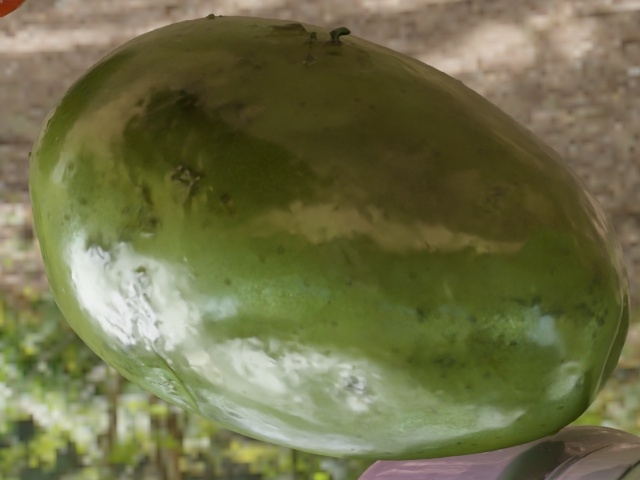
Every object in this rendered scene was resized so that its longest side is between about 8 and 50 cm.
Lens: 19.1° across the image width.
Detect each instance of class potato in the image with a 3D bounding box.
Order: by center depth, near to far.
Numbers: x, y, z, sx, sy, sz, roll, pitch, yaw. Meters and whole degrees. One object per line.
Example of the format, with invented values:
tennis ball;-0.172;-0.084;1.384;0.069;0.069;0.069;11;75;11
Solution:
potato;0.000;0.002;0.924;0.304;0.216;0.216;25;179;15

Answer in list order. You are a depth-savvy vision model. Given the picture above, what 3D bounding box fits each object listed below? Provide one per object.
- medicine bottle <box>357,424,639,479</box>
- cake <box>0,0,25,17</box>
medicine bottle;0.119;0.172;0.990;0.152;0.152;0.254;1;173;-26
cake;-0.213;-0.247;0.658;0.269;0.319;0.270;-14;148;-35
